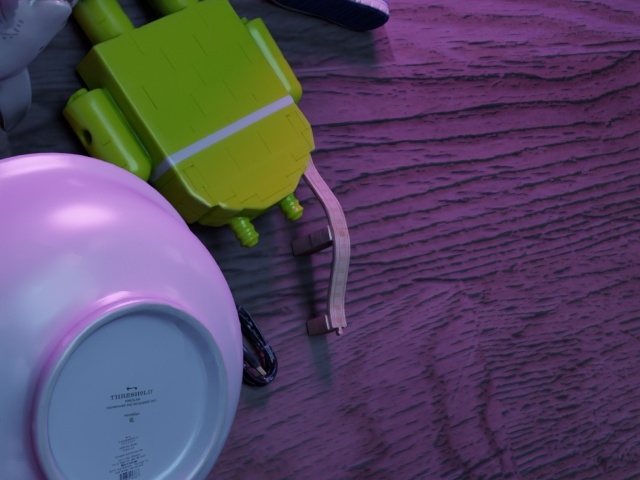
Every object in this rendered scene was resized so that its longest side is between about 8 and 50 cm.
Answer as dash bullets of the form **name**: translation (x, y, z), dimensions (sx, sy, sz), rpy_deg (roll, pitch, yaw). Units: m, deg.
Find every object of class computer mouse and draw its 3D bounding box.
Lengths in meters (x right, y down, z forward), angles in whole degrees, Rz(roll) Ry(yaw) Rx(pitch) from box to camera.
- **computer mouse**: translation (-0.119, 0.045, 1.151), dimensions (0.242, 0.041, 0.071), rpy_deg (43, 51, -22)

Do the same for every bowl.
- **bowl**: translation (-0.155, 0.095, 0.854), dimensions (0.298, 0.134, 0.298), rpy_deg (-9, 104, -39)

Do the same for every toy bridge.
- **toy bridge**: translation (0.000, 0.000, 1.254), dimensions (0.026, 0.063, 0.188), rpy_deg (-3, 76, -42)

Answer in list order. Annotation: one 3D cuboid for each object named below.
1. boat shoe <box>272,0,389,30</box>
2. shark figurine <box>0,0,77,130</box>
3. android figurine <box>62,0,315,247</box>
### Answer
- **boat shoe**: translation (-0.003, -0.276, 1.359), dimensions (0.183, 0.066, 0.066), rpy_deg (18, 58, -47)
- **shark figurine**: translation (-0.331, -0.160, 1.026), dimensions (0.278, 0.166, 0.116), rpy_deg (-17, 60, -26)
- **android figurine**: translation (-0.111, -0.123, 1.196), dimensions (0.248, 0.056, 0.273), rpy_deg (-35, 92, -41)
